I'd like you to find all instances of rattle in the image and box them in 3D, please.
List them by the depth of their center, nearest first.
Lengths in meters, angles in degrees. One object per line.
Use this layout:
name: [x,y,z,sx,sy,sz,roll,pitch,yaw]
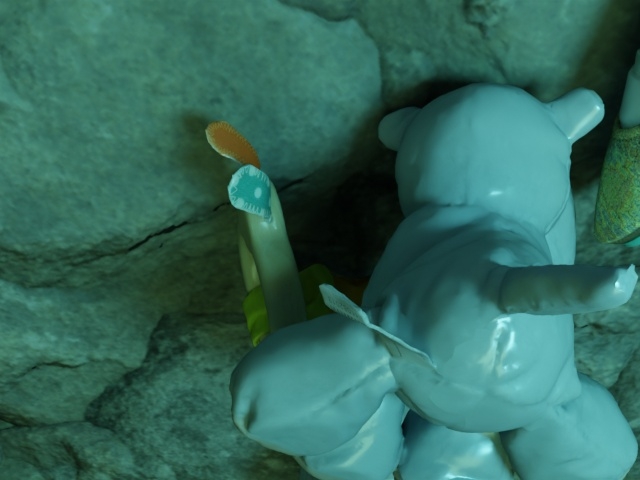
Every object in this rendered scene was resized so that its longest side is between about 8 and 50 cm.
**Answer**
rattle: [0.000,0.000,0.566,0.143,0.130,0.199,-3,119,1]

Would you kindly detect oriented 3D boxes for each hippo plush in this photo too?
hippo plush: [0.069,0.016,0.493,0.234,0.236,0.294,-6,143,19]

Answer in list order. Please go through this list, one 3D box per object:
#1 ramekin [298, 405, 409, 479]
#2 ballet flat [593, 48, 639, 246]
ramekin: [0.073,0.252,0.781,0.207,0.109,0.207,0,131,0]
ballet flat: [0.266,-0.139,0.443,0.123,0.123,0.348,27,127,-22]
